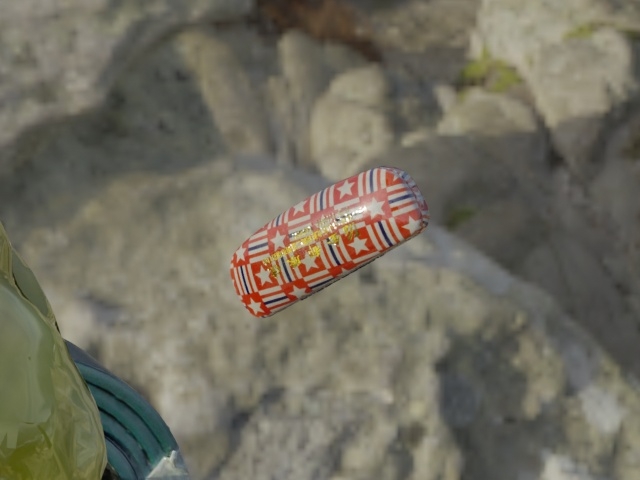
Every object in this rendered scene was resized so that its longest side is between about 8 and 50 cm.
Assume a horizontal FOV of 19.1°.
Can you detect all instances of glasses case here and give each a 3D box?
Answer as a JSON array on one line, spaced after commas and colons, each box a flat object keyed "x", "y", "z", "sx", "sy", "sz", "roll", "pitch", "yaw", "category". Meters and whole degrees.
[{"x": 0.000, "y": 0.000, "z": 1.572, "sx": 0.194, "sy": 0.073, "sz": 0.049, "roll": -30, "pitch": -5, "yaw": 32, "category": "glasses case"}]

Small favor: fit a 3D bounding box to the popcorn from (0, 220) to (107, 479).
[{"x": -0.181, "y": 0.089, "z": 0.346, "sx": 0.334, "sy": 0.293, "sz": 0.292, "roll": 19, "pitch": 17, "yaw": -28, "category": "popcorn"}]

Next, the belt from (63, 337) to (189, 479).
[{"x": -0.333, "y": 0.217, "z": 1.633, "sx": 0.437, "sy": 0.300, "sz": 0.173, "roll": 8, "pitch": 8, "yaw": -26, "category": "belt"}]
